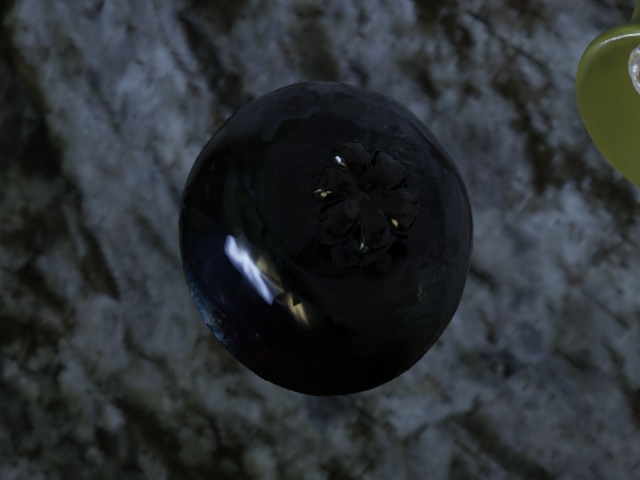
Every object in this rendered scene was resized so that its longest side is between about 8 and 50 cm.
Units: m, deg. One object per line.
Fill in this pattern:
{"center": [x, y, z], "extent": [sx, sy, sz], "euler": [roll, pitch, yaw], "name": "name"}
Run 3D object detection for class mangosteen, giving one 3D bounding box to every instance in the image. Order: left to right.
{"center": [0.000, 0.000, 1.286], "extent": [0.243, 0.243, 0.243], "euler": [14, -131, -16], "name": "mangosteen"}

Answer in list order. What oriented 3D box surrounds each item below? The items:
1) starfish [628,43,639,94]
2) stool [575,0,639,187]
{"center": [0.218, -0.097, 0.702], "extent": [0.210, 0.053, 0.150], "euler": [-23, -125, -4], "name": "starfish"}
{"center": [0.199, -0.089, 0.903], "extent": [0.134, 0.135, 0.110], "euler": [51, -122, -11], "name": "stool"}
